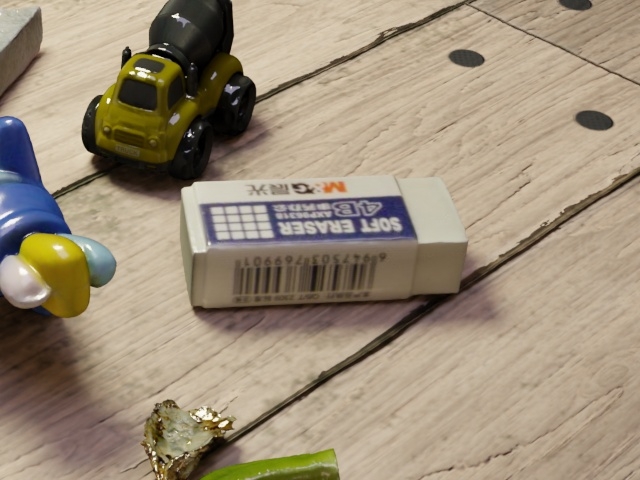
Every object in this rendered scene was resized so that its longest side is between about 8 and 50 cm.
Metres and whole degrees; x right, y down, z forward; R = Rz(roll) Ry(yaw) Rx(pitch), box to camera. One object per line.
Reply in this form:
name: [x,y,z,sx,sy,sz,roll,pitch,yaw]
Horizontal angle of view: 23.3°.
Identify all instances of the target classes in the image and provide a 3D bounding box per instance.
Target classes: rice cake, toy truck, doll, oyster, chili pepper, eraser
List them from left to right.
doll: [-0.375,0.016,1.446,0.365,0.187,0.376,-11,49,-5]
rice cake: [-0.405,-0.173,1.771,0.056,0.073,0.365,9,36,9]
toy truck: [-0.168,-0.182,1.738,0.147,0.165,0.224,17,37,14]
oyster: [-0.125,0.174,1.344,0.086,0.029,0.132,15,23,28]
chili pepper: [-0.073,0.216,1.304,0.201,0.050,0.052,-16,1,-25]
eraser: [0.000,0.000,1.581,0.279,0.081,0.124,-2,36,-11]
